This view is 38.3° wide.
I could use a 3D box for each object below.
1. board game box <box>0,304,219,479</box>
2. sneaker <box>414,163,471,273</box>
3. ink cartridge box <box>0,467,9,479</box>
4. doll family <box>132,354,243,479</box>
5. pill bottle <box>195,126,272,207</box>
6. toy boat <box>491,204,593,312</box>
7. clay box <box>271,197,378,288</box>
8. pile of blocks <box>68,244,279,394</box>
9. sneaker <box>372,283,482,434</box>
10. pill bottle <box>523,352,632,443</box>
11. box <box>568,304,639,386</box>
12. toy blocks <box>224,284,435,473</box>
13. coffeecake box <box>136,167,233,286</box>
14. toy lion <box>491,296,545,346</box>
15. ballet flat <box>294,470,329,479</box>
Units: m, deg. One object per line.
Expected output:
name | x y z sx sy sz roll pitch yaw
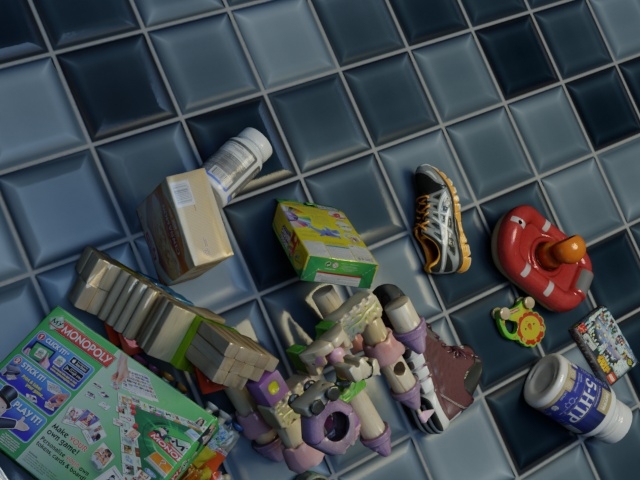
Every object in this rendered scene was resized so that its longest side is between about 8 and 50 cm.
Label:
board game box | -0.334 0.257 1.323 0.317 0.046 0.213 31 62 20
sneaker | 0.212 -0.037 1.710 0.083 0.084 0.214 -15 85 -22
ink cartridge box | -0.538 0.424 1.236 0.283 0.117 0.207 -33 92 -27
doll family | -0.242 0.292 1.382 0.263 0.118 0.163 35 73 -2
pill bottle | -0.149 -0.126 1.570 0.078 0.078 0.137 46 64 -8
toy boat | 0.441 0.025 1.754 0.231 0.151 0.151 36 61 -13
clay box | 0.000 0.000 1.565 0.127 0.222 0.053 8 114 -22
pile of blocks | -0.240 0.139 1.409 0.362 0.149 0.112 30 91 22
sneaker | 0.196 0.189 1.646 0.163 0.106 0.281 -24 97 -33
pill bottle | 0.487 0.302 1.732 0.187 0.112 0.112 31 67 -14
box | 0.565 0.210 1.837 0.094 0.027 0.137 -32 92 -26
toy blocks | 0.048 0.256 1.444 0.289 0.309 0.260 -37 110 -27
coffeecake box | -0.217 -0.015 1.451 0.068 0.185 0.142 -17 84 -28
toy lion | 0.385 0.162 1.768 0.100 0.034 0.096 -19 93 -27
ballet flat | 0.007 0.480 1.496 0.072 0.068 0.213 -13 83 -26
